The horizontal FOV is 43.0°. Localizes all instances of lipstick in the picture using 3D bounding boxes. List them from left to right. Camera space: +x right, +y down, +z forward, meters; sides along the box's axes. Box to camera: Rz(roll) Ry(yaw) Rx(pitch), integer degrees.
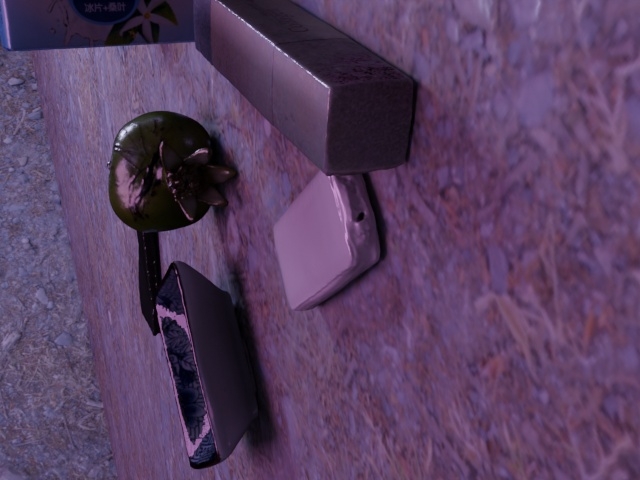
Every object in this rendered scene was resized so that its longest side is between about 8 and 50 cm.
[{"bbox_3d":[-0.030,-0.146,0.659,0.317,0.066,0.068,-130,38,-53],"label":"lipstick"}]

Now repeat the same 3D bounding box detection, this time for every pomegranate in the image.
[{"bbox_3d":[-0.182,-0.077,0.986,0.191,0.131,0.152,26,120,55],"label":"pomegranate"}]

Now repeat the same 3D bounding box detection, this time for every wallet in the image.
[{"bbox_3d":[-0.323,0.045,1.511,0.124,0.025,0.244,-141,45,-60],"label":"wallet"},{"bbox_3d":[0.000,0.000,0.686,0.190,0.033,0.095,141,116,-66],"label":"wallet"}]

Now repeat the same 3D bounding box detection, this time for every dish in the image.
[{"bbox_3d":[-0.138,0.155,1.023,0.182,0.080,0.243,135,121,-64],"label":"dish"}]

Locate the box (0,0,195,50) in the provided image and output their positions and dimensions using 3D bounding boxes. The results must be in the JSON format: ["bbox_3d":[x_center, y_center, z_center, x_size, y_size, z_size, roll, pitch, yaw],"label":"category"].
[{"bbox_3d":[-0.226,-0.280,0.869,0.083,0.232,0.142,-152,56,-63],"label":"box"}]
